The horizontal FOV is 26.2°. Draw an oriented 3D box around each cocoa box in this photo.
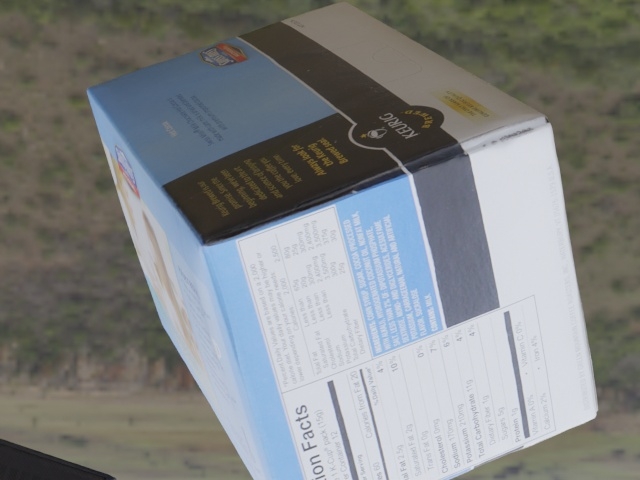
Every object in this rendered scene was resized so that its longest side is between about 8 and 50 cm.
[{"bbox_3d":[0.000,0.000,0.973,0.228,0.231,0.347,-21,-153,-12],"label":"cocoa box"}]

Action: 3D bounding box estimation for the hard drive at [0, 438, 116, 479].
[{"bbox_3d":[-0.232,0.211,0.791,0.172,0.254,0.054,21,-148,-10],"label":"hard drive"}]
